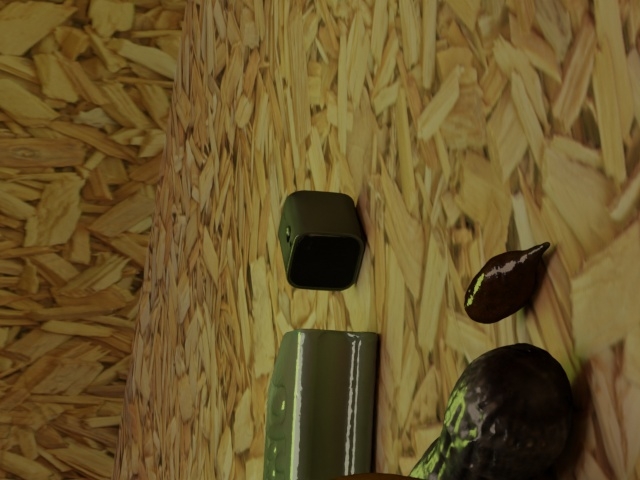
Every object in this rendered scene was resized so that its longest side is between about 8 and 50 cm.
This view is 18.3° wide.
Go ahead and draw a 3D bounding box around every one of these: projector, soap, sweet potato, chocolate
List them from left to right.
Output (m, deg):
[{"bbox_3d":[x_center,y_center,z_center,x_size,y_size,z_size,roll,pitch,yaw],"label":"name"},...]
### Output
[{"bbox_3d":[-0.006,0.246,2.177,0.173,0.095,0.290,156,118,-75],"label":"soap"},{"bbox_3d":[0.000,0.000,2.259,0.082,0.083,0.083,-102,20,-52],"label":"projector"},{"bbox_3d":[0.130,0.178,1.570,0.248,0.110,0.110,108,161,-48],"label":"chocolate"},{"bbox_3d":[0.159,0.029,1.634,0.117,0.049,0.049,131,143,-53],"label":"sweet potato"}]

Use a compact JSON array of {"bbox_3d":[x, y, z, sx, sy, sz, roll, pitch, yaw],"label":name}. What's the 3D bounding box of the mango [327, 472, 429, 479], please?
[{"bbox_3d":[0.074,0.373,1.340,0.300,0.232,0.446,-23,66,35],"label":"mango"}]
